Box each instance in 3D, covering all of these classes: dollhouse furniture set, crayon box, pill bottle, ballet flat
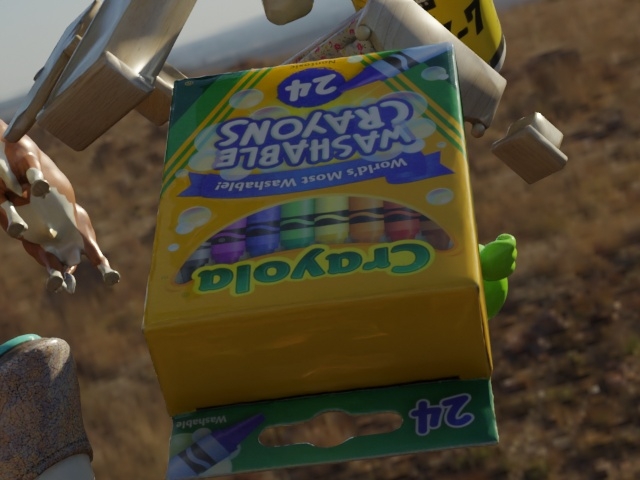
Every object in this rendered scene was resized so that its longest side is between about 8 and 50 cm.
[{"bbox_3d":[-0.039,-0.072,1.313,0.303,0.355,0.174,-29,30,49],"label":"dollhouse furniture set"},{"bbox_3d":[0.000,0.000,1.034,0.203,0.083,0.323,-8,39,6],"label":"crayon box"},{"bbox_3d":[0.085,-0.228,1.426,0.119,0.208,0.119,-13,48,14],"label":"pill bottle"},{"bbox_3d":[-0.190,0.186,0.984,0.107,0.106,0.316,-29,-24,-44],"label":"ballet flat"}]

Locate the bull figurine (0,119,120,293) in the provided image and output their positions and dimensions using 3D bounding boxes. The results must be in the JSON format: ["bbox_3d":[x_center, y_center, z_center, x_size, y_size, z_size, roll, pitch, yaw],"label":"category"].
[{"bbox_3d":[-0.361,-0.055,1.957,0.101,0.310,0.188,-37,45,1],"label":"bull figurine"}]

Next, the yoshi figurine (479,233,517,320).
[{"bbox_3d":[0.122,0.020,1.909,0.203,0.362,0.203,-34,45,-2],"label":"yoshi figurine"}]
